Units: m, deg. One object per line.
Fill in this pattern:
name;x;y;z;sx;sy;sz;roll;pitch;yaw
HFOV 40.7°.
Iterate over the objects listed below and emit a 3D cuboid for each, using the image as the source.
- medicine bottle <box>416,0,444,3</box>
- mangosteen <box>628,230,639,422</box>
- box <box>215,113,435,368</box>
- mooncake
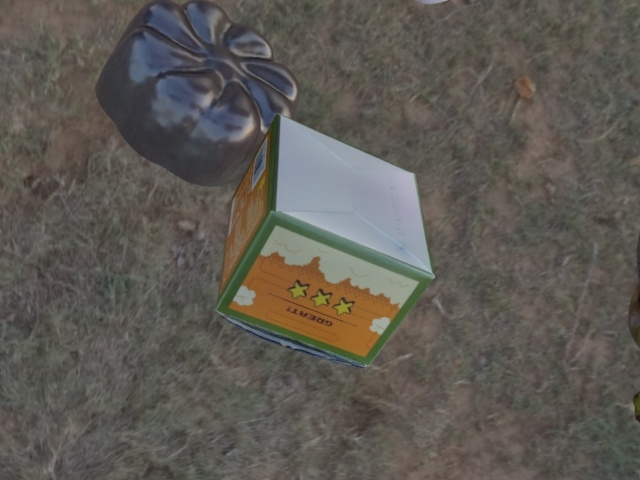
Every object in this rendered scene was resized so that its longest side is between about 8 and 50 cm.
medicine bottle;0.111;-0.501;1.199;0.302;0.241;0.241;35;64;-35
mangosteen;0.430;0.052;0.759;0.297;0.297;0.313;6;82;-15
box;0.000;0.000;0.907;0.178;0.148;0.194;22;32;-17
mooncake;-0.182;-0.237;1.341;0.306;0.154;0.306;20;46;-23
